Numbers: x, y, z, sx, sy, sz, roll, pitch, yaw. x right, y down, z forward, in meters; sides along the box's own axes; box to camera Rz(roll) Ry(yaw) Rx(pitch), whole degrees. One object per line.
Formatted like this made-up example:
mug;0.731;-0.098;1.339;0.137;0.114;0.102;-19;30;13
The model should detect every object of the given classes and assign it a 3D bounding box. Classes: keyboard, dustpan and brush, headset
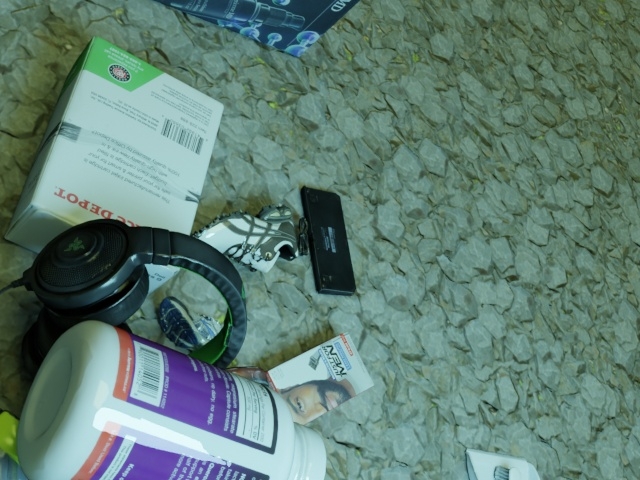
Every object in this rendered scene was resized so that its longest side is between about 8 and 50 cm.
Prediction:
keyboard;0.000;0.000;1.538;0.108;0.023;0.180;9;62;-41
dustpan and brush;0.308;0.434;1.526;0.147;0.060;0.211;16;59;-31
headset;-0.287;0.068;1.166;0.394;0.243;0.185;5;38;-16

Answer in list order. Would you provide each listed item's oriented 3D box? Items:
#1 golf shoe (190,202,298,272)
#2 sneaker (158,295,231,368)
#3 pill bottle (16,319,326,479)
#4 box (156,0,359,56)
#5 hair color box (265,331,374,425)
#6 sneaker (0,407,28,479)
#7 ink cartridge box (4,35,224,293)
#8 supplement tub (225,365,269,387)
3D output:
golf shoe;-0.108;0.005;1.416;0.198;0.077;0.094;-14;77;-40
sneaker;-0.169;0.126;1.333;0.135;0.052;0.058;52;37;-14
pill bottle;-0.157;0.222;1.079;0.322;0.181;0.182;27;54;-29
box;-0.118;-0.505;1.519;0.395;0.293;0.212;15;60;-31
hair color box;-0.009;0.207;1.405;0.167;0.053;0.093;-23;83;-41
sneaker;-0.310;0.325;1.094;0.300;0.111;0.121;41;57;-4
ink cartridge box;-0.273;-0.097;1.309;0.211;0.121;0.289;28;54;-24
supplement tub;-0.106;0.271;1.263;0.106;0.106;0.198;4;66;-36
